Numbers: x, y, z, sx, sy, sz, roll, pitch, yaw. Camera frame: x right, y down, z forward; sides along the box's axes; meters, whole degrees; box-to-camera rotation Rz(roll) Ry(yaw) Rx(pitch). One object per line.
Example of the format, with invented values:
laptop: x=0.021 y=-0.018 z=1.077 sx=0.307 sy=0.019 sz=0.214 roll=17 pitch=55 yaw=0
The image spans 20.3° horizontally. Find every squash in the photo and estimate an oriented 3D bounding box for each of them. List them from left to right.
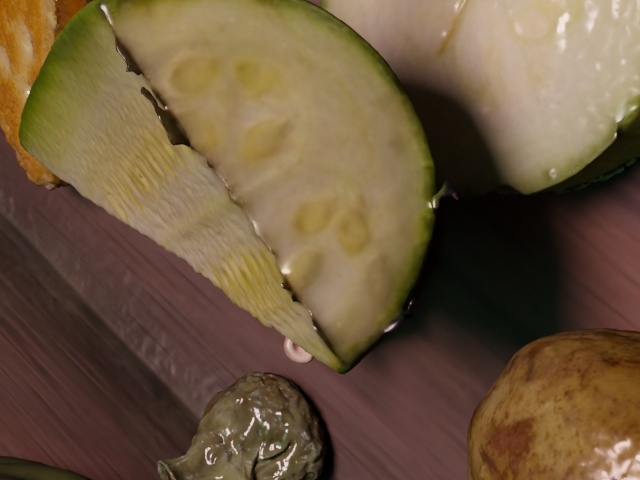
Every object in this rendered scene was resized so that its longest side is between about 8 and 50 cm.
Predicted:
squash: x=-0.041 y=-0.030 z=0.872 sx=0.203 sy=0.111 sz=0.288 roll=55 pitch=162 yaw=1
squash: x=0.089 y=-0.127 z=0.819 sx=0.219 sy=0.041 sz=0.219 roll=2 pitch=93 yaw=42

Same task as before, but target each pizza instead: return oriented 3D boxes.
pizza: x=-0.181 y=-0.139 z=1.066 sx=0.199 sy=0.062 sz=0.188 roll=33 pitch=126 yaw=45

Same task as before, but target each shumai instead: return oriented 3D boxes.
shumai: x=-0.050 y=0.113 z=0.956 sx=0.083 sy=0.080 sz=0.082 roll=40 pitch=120 yaw=36

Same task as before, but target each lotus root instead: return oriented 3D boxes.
lotus root: x=0.163 y=0.133 z=0.717 sx=0.260 sy=0.128 sz=0.145 roll=41 pitch=136 yaw=39

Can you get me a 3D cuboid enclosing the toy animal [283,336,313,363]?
toy animal: x=0.000 y=0.000 z=0.889 sx=0.091 sy=0.082 sz=0.114 roll=-23 pitch=79 yaw=44

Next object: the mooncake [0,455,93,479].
mooncake: x=-0.261 y=0.225 z=1.002 sx=0.351 sy=0.351 sz=0.187 roll=-6 pitch=88 yaw=45
